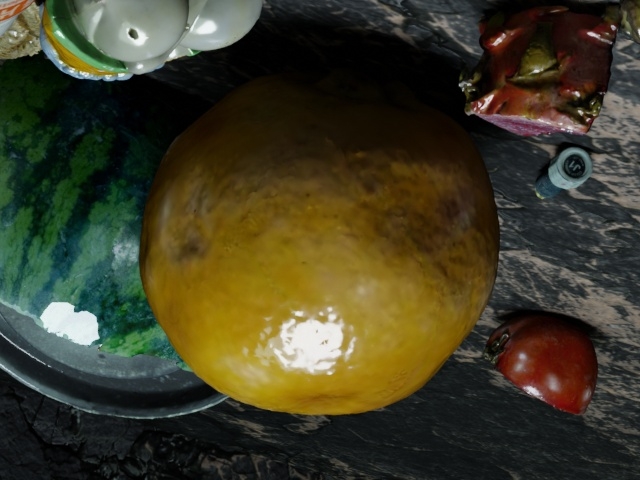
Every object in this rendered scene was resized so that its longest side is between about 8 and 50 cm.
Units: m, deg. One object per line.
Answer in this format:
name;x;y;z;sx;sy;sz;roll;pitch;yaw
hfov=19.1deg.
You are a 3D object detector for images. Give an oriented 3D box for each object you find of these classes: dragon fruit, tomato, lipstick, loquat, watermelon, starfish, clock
dragon fruit;0.158;-0.136;1.490;0.096;0.102;0.147;22;166;-19
tomato;0.272;0.135;2.277;0.139;0.091;0.159;27;-173;-13
lipstick;0.222;-0.059;1.791;0.037;0.037;0.116;16;168;-8
loquat;0.000;0.000;1.687;0.328;0.328;0.328;12;163;4
watermelon;-0.210;0.022;1.839;0.292;0.222;0.319;20;132;4
starfish;-0.289;-0.200;1.695;0.138;0.050;0.247;29;154;-37
clock;-0.128;-0.184;1.464;0.144;0.103;0.231;-24;180;40
clock;-0.228;0.032;2.049;0.386;0.076;0.386;8;132;9

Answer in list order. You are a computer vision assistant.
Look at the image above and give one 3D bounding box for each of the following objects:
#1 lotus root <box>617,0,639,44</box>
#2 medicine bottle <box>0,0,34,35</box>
lotus root;0.304;-0.154;1.271;0.214;0.138;0.138;9;162;17
medicine bottle;-0.259;-0.234;1.406;0.144;0.145;0.252;19;161;-18
